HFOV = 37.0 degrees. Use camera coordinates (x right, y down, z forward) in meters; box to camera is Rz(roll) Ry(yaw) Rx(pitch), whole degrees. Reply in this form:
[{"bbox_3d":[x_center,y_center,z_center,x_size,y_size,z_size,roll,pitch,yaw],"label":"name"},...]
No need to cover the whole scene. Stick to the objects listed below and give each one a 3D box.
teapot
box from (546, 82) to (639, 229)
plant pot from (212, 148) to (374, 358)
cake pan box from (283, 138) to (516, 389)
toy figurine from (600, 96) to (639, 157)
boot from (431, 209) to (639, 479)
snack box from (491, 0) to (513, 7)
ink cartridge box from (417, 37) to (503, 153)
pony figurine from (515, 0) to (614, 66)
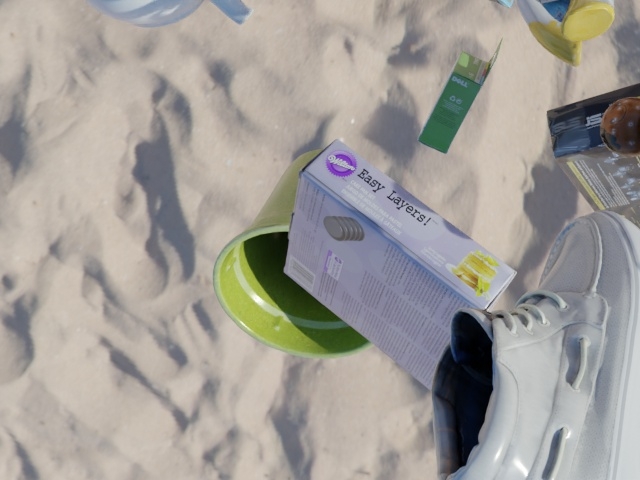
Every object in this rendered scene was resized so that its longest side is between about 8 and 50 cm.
[{"bbox_3d":[-0.250,-0.405,1.416,0.252,0.256,0.187,-19,139,8],"label":"teapot"},{"bbox_3d":[0.574,-0.131,1.525,0.318,0.097,0.395,-17,153,26],"label":"box"},{"bbox_3d":[0.000,0.000,1.499,0.276,0.254,0.276,9,134,9],"label":"plant pot"},{"bbox_3d":[0.075,0.040,1.096,0.246,0.070,0.267,39,155,14],"label":"cake pan box"},{"bbox_3d":[0.337,-0.050,0.788,0.209,0.148,0.213,-24,109,-26],"label":"toy figurine"},{"bbox_3d":[0.145,0.063,0.628,0.123,0.258,0.095,28,140,-17],"label":"boot"},{"bbox_3d":[0.207,-0.519,1.545,0.322,0.060,0.187,32,102,31],"label":"snack box"},{"bbox_3d":[0.254,-0.273,1.742,0.062,0.109,0.209,26,126,2],"label":"ink cartridge box"},{"bbox_3d":[0.352,-0.336,1.046,0.351,0.363,0.303,-9,139,-3],"label":"pony figurine"}]
